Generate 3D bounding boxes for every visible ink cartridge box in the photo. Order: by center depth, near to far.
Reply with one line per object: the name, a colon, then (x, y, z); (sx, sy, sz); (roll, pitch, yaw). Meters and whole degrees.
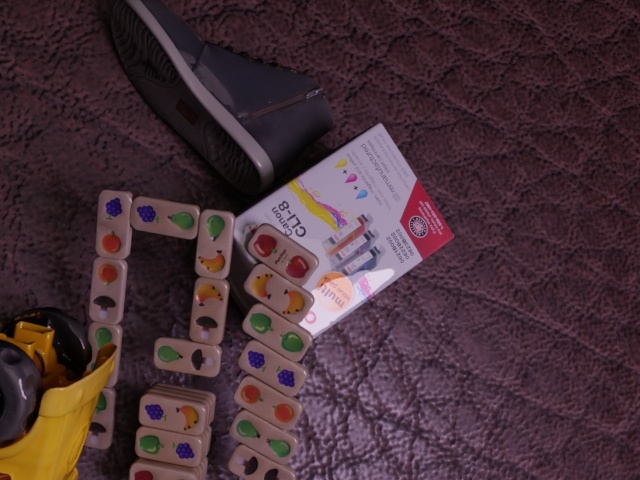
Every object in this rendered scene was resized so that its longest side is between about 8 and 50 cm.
ink cartridge box: (0.000, 0.000, 0.918); (0.176, 0.127, 0.128); (-35, 95, -19)

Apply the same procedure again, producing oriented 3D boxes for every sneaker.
sneaker: (-0.093, -0.156, 0.944); (0.222, 0.083, 0.118); (51, 55, -3)

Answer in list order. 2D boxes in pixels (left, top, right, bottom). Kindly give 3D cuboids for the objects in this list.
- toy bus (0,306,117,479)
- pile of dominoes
toy bus: (-0.294, 0.153, 0.795); (0.220, 0.149, 0.211); (15, 101, 3)
pile of dominoes: (-0.107, 0.095, 0.835); (0.196, 0.040, 0.251); (9, 104, 8)
